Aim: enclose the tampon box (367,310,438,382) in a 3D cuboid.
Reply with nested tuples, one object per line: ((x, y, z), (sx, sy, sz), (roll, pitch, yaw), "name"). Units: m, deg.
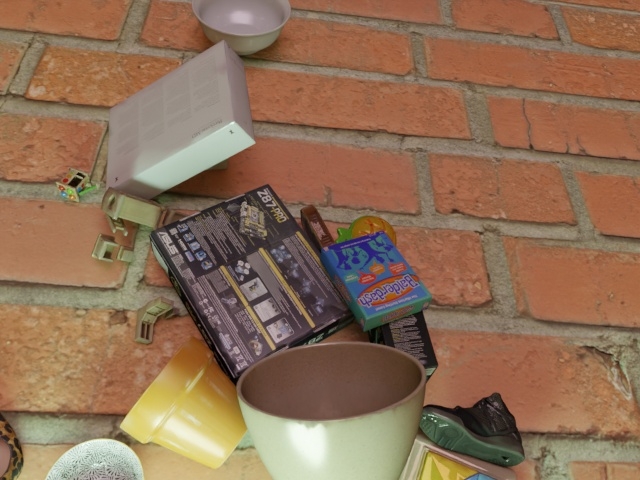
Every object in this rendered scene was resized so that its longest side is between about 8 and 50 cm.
((0.171, 0.223, 1.225), (0.101, 0.120, 0.161), (-4, 56, -10), "tampon box")

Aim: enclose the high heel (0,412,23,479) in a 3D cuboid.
((-0.575, 0.377, 0.961), (0.093, 0.186, 0.261), (-12, 58, -16), "high heel")

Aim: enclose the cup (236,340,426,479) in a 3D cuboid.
((0.027, 0.349, 1.020), (0.331, 0.331, 0.237), (-7, 101, -14), "cup")

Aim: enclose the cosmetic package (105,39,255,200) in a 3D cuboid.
((-0.350, -0.281, 1.390), (0.377, 0.097, 0.284), (-24, 53, 19), "cosmetic package")

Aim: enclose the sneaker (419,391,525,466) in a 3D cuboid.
((0.303, 0.363, 1.160), (0.228, 0.087, 0.130), (19, 40, -6), "sneaker")

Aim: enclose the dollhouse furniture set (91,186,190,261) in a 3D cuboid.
((-0.430, -0.019, 1.348), (0.182, 0.161, 0.101), (20, 3, -42), "dollhouse furniture set")

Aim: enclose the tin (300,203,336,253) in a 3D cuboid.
((0.000, 0.000, 1.363), (0.040, 0.106, 0.189), (-24, 61, -8), "tin")

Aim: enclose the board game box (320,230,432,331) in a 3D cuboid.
((0.115, 0.080, 1.224), (0.160, 0.047, 0.210), (-16, 50, -21), "board game box")

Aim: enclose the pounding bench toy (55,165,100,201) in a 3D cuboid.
((-0.590, -0.130, 1.390), (0.083, 0.052, 0.065), (21, 55, 5), "pounding bench toy")

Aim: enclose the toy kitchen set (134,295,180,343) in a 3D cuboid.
((-0.340, 0.174, 1.215), (0.068, 0.083, 0.075), (30, 43, -41), "toy kitchen set")

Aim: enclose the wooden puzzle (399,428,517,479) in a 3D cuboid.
((0.254, 0.508, 1.090), (0.221, 0.044, 0.238), (22, 55, 6), "wooden puzzle")

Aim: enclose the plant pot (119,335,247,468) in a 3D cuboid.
((-0.231, 0.317, 1.065), (0.188, 0.205, 0.205), (38, 57, -1), "plant pot")

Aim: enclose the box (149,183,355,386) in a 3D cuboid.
((-0.153, 0.084, 1.282), (0.318, 0.097, 0.395), (-28, 66, -23), "box")

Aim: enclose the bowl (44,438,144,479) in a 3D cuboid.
((-0.394, 0.447, 1.007), (0.170, 0.080, 0.170), (4, 55, -6), "bowl")

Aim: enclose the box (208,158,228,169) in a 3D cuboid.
((-0.307, -0.326, 1.536), (0.094, 0.113, 0.275), (-5, 58, -13), "box")

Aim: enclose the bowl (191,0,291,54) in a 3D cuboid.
((-0.246, -0.677, 1.773), (0.298, 0.134, 0.297), (4, 56, -6), "bowl")

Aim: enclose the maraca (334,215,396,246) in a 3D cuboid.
((0.111, 0.004, 1.369), (0.186, 0.099, 0.127), (-17, 77, -39), "maraca")
